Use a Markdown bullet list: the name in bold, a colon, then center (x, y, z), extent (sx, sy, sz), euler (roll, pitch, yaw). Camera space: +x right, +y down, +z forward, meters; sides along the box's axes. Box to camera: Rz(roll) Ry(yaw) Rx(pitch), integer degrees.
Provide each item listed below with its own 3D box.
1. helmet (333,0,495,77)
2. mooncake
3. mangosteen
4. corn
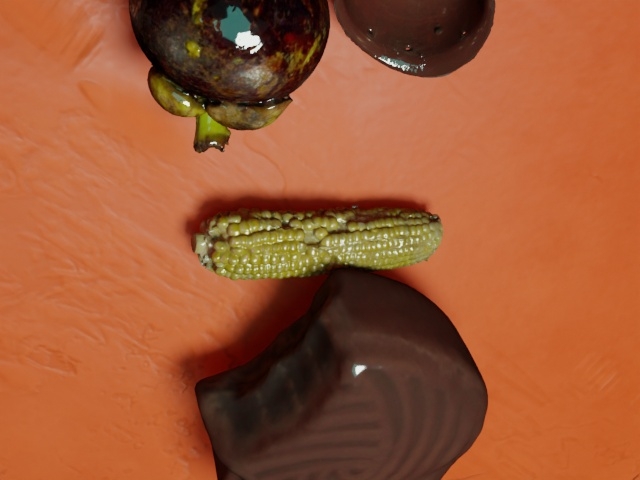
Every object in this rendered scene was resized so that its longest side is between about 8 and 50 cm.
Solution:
- **helmet**: center (0.099, -0.258, 0.914), extent (0.155, 0.106, 0.175), euler (-17, 133, 29)
- **mooncake**: center (0.027, 0.193, 1.050), extent (0.325, 0.174, 0.334), euler (-16, 136, -4)
- **mangosteen**: center (-0.093, -0.185, 0.856), extent (0.192, 0.192, 0.217), euler (14, 115, -20)
- **corn**: center (0.000, 0.000, 1.032), extent (0.288, 0.086, 0.087), euler (-3, 116, -15)
